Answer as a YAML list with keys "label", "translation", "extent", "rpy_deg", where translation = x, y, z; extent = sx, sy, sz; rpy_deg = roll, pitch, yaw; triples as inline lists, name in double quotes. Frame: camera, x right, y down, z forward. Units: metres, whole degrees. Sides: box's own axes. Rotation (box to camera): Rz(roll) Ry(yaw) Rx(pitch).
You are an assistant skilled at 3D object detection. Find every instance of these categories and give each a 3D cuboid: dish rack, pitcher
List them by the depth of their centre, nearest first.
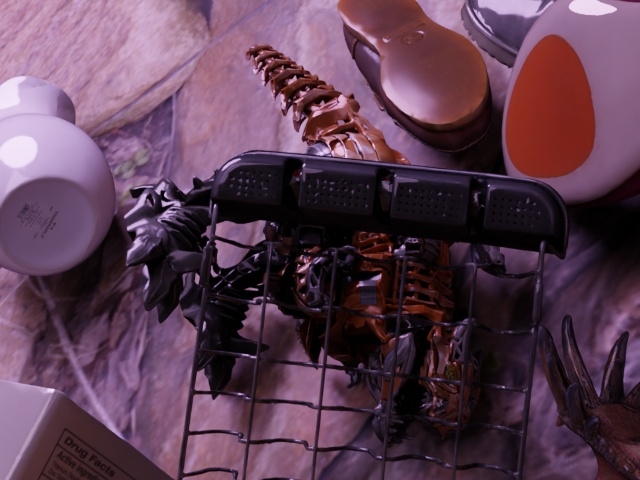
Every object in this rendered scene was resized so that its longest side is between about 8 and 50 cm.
- label: "dish rack"
  translation: [0.022, 0.086, 0.716]
  extent: [0.208, 0.074, 0.272]
  rpy_deg: [6, 85, 8]
- label: "pitcher"
  translation: [-0.256, -0.031, 1.103]
  extent: [0.178, 0.125, 0.207]
  rpy_deg: [-59, 28, 12]

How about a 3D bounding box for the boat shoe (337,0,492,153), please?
- label: "boat shoe"
  translation: [0.073, -0.117, 0.942]
  extent: [0.073, 0.073, 0.207]
  rpy_deg: [-22, 38, -2]

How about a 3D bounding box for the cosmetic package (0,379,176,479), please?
- label: "cosmetic package"
  translation: [-0.212, 0.253, 0.780]
  extent: [0.113, 0.160, 0.309]
  rpy_deg: [2, 56, 40]

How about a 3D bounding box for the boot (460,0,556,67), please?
- label: "boot"
  translation: [0.184, -0.197, 0.840]
  extent: [0.076, 0.209, 0.189]
  rpy_deg: [-11, 40, -34]

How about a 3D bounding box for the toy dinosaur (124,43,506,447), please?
- label: "toy dinosaur"
  translation: [0.000, 0.000, 0.866]
  extent: [0.218, 0.164, 0.322]
  rpy_deg: [-22, 33, 4]

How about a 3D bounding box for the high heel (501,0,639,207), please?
- label: "high heel"
  translation: [0.244, -0.102, 0.707]
  extent: [0.377, 0.181, 0.127]
  rpy_deg: [150, 113, -66]

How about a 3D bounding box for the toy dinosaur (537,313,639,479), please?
- label: "toy dinosaur"
  translation: [0.210, 0.031, 0.676]
  extent: [0.200, 0.127, 0.296]
  rpy_deg: [-13, 43, 38]
